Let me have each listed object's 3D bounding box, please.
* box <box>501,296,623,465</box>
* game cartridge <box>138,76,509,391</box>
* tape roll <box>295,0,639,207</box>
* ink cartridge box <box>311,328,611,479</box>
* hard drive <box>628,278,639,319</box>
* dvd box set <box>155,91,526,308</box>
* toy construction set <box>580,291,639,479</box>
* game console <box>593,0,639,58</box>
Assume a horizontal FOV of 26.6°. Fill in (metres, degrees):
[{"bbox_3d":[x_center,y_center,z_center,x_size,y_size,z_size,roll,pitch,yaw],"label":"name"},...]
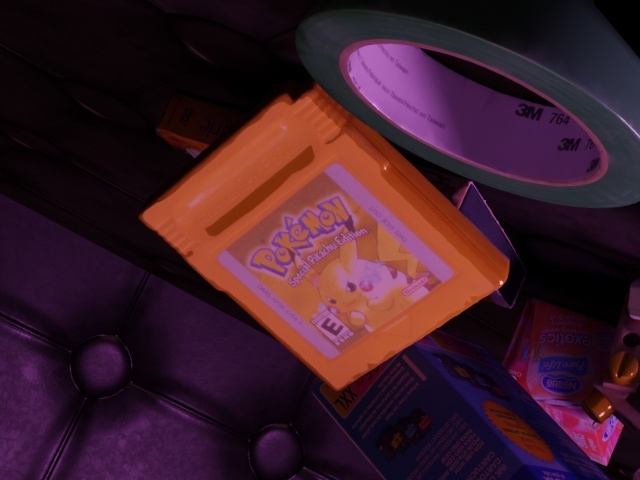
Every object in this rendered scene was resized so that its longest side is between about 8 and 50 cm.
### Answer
[{"bbox_3d":[0.360,0.207,1.949,0.154,0.142,0.300,21,167,21],"label":"box"},{"bbox_3d":[0.000,0.000,1.511,0.324,0.052,0.285,41,126,-16],"label":"game cartridge"},{"bbox_3d":[0.138,-0.134,1.121,0.321,0.077,0.321,24,168,5],"label":"tape roll"},{"bbox_3d":[0.211,0.281,1.645,0.270,0.151,0.395,22,-158,-51],"label":"ink cartridge box"},{"bbox_3d":[0.461,0.068,1.201,0.203,0.040,0.307,-7,-167,-43],"label":"hard drive"},{"bbox_3d":[0.032,-0.048,1.716,0.420,0.062,0.307,19,167,26],"label":"dvd box set"},{"bbox_3d":[0.392,0.219,1.620,0.257,0.237,0.309,41,171,1],"label":"toy construction set"},{"bbox_3d":[0.361,-0.089,0.951,0.213,0.044,0.361,12,163,47],"label":"game console"}]
